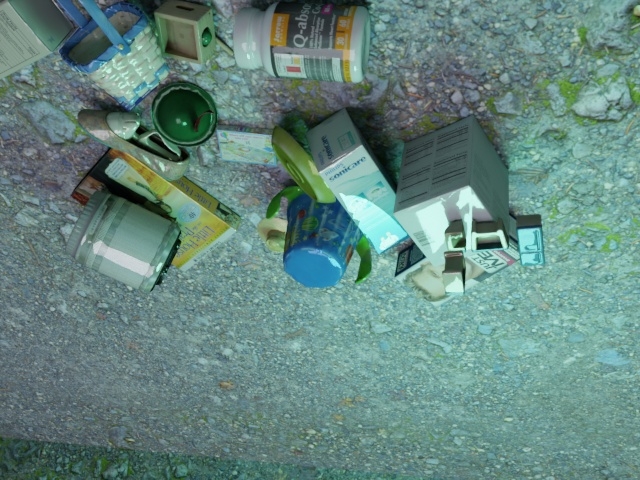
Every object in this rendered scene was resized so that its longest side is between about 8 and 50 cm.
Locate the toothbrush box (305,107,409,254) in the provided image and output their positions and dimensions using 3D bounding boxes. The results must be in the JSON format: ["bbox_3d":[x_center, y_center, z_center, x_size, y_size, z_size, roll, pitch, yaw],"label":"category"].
[{"bbox_3d":[0.102,-0.145,1.753,0.126,0.216,0.295,-32,122,11],"label":"toothbrush box"}]

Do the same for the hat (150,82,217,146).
[{"bbox_3d":[-0.347,-0.279,1.760,0.173,0.183,0.208,9,127,-7],"label":"hat"}]

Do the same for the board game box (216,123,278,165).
[{"bbox_3d":[-0.191,-0.251,1.882,0.154,0.026,0.103,7,137,9],"label":"board game box"}]

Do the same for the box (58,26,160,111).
[{"bbox_3d":[-0.524,-0.435,1.777,0.136,0.036,0.225,-28,123,36],"label":"box"}]

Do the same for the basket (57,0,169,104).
[{"bbox_3d":[-0.490,-0.462,1.585,0.255,0.201,0.289,37,172,45],"label":"basket"}]

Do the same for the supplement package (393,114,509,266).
[{"bbox_3d":[0.317,-0.117,1.701,0.198,0.262,0.199,-20,127,31],"label":"supplement package"}]

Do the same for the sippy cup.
[{"bbox_3d":[0.000,0.000,1.947,0.306,0.224,0.240,12,137,4],"label":"sippy cup"}]

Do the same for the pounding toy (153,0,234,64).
[{"bbox_3d":[-0.287,-0.475,1.640,0.141,0.100,0.130,16,138,15],"label":"pounding toy"}]

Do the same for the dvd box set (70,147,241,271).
[{"bbox_3d":[-0.486,-0.097,2.103,0.420,0.062,0.308,37,134,-22],"label":"dvd box set"}]

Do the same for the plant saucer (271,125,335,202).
[{"bbox_3d":[-0.052,-0.180,1.787,0.037,0.241,0.241,-38,126,-6],"label":"plant saucer"}]

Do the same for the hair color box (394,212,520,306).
[{"bbox_3d":[0.385,0.038,1.963,0.174,0.105,0.347,34,135,-19],"label":"hair color box"}]

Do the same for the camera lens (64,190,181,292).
[{"bbox_3d":[-0.548,0.006,2.020,0.274,0.219,0.219,27,136,-11],"label":"camera lens"}]

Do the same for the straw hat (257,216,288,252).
[{"bbox_3d":[-0.126,0.002,2.104,0.145,0.061,0.144,8,136,8],"label":"straw hat"}]

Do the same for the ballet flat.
[{"bbox_3d":[-0.482,-0.277,1.893,0.316,0.107,0.106,29,132,-29],"label":"ballet flat"}]

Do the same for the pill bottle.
[{"bbox_3d":[-0.038,-0.432,1.550,0.279,0.162,0.162,6,137,9],"label":"pill bottle"}]

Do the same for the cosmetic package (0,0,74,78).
[{"bbox_3d":[-0.767,-0.491,1.721,0.296,0.129,0.153,-13,129,28],"label":"cosmetic package"}]

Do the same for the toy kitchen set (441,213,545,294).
[{"bbox_3d":[0.377,0.050,1.544,0.207,0.166,0.122,-5,134,19],"label":"toy kitchen set"}]
